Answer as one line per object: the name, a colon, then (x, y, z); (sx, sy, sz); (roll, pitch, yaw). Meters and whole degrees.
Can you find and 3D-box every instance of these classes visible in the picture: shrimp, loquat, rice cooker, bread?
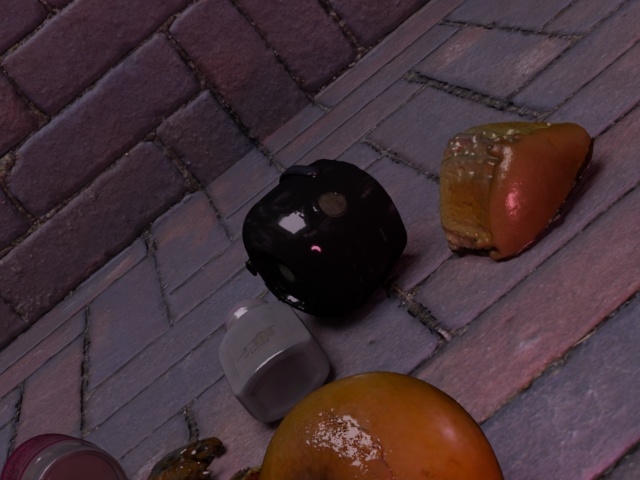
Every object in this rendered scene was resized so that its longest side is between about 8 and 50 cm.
shrimp: (-0.219, 0.360, 1.652); (0.187, 0.052, 0.132); (-19, 27, 50)
loquat: (0.064, 0.268, 1.053); (0.263, 0.263, 0.263); (-33, 20, 14)
rice cooker: (0.000, 0.000, 1.776); (0.224, 0.267, 0.267); (-45, 20, -22)
bread: (0.301, -0.100, 1.604); (0.204, 0.162, 0.262); (14, 68, 53)

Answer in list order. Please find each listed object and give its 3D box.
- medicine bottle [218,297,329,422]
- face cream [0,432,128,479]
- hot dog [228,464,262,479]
medicine bottle: (-0.090, 0.191, 1.719); (0.161, 0.111, 0.296); (-38, 21, -4)
face cream: (-0.437, 0.423, 1.714); (0.175, 0.175, 0.195); (-48, 20, -26)
hot dog: (-0.058, 0.347, 1.372); (0.252, 0.069, 0.131); (-23, 25, 40)
